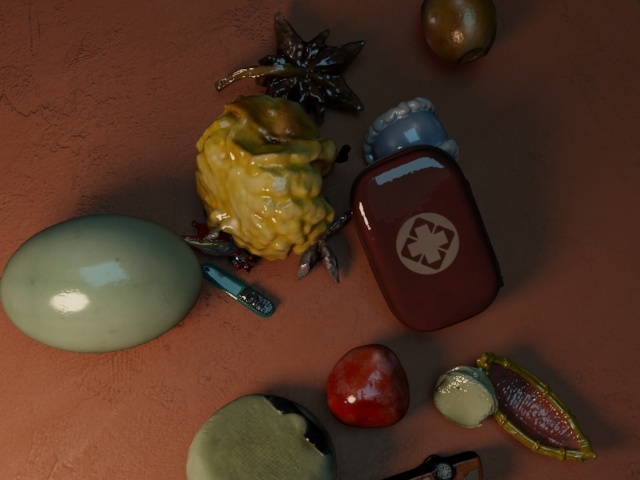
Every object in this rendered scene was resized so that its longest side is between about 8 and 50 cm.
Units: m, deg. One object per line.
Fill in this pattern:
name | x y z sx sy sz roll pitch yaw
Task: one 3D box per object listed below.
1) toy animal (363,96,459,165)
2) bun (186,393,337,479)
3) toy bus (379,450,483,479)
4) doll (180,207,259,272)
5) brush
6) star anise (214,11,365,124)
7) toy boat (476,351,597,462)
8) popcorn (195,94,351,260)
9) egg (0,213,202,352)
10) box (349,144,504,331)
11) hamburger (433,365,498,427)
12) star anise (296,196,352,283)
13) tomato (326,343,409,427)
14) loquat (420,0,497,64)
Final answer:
toy animal | 0.218 -0.215 1.623 0.208 0.156 0.204 -24 74 -9
bun | -0.113 0.456 1.376 0.293 0.187 0.293 0 35 0
toy bus | 0.138 0.527 1.436 0.408 0.093 0.092 -16 84 -10
doll | -0.217 0.008 1.563 0.169 0.057 0.109 38 54 -8
brush | -0.184 0.106 1.549 0.193 0.032 0.043 34 74 2
star anise | -0.052 -0.395 1.669 0.349 0.109 0.293 20 68 1
toy boat | 0.451 0.363 1.516 0.318 0.099 0.141 42 78 3
popcorn | -0.085 -0.137 1.486 0.381 0.349 0.349 -25 77 -38
egg | -0.432 0.085 1.400 0.388 0.276 0.276 -3 75 -10
box | 0.225 0.000 1.513 0.263 0.108 0.404 -23 100 3
hamburger | 0.304 0.334 1.491 0.133 0.140 0.062 51 31 7
star anise | -0.015 -0.007 1.585 0.171 0.063 0.208 16 73 2
tomato | 0.098 0.303 1.466 0.187 0.151 0.187 0 72 -1
loquat | 0.338 -0.541 1.721 0.179 0.179 0.228 -10 67 -9
